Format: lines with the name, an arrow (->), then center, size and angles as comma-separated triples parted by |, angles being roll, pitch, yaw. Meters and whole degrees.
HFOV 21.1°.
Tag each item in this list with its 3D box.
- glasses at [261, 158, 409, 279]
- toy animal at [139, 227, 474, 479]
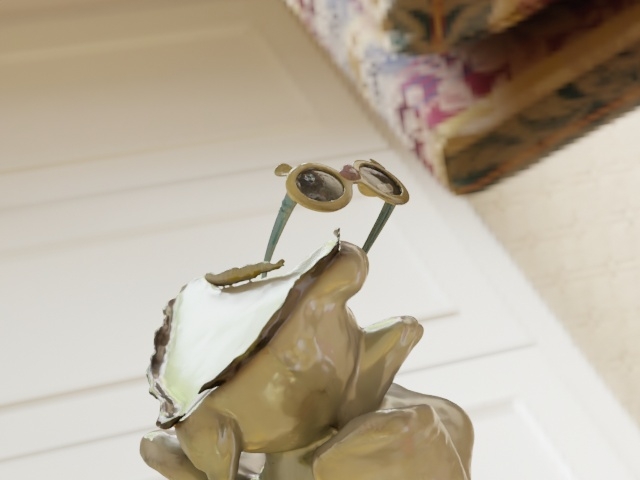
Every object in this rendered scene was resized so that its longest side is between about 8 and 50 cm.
glasses -> 0.019, 0.013, 2.119 | 0.088, 0.189, 0.221 | 26, 113, 43
toy animal -> 0.003, 0.140, 1.226 | 0.289, 0.174, 0.249 | 34, 151, -5
